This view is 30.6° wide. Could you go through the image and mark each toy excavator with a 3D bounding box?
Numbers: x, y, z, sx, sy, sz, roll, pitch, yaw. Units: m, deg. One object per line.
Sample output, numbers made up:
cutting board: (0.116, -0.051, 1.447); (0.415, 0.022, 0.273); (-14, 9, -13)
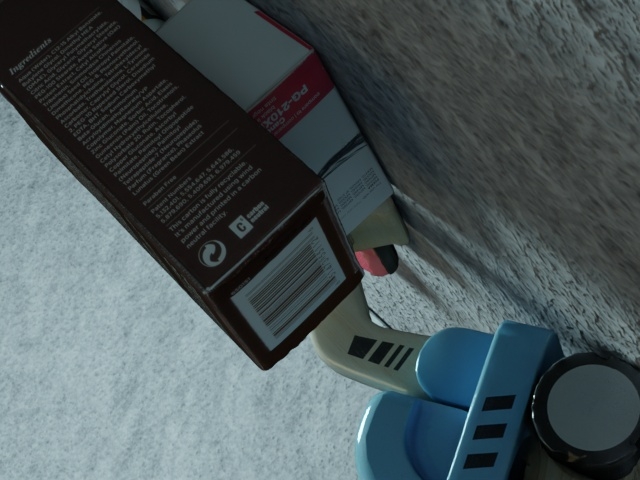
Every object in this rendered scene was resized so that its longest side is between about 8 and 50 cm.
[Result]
toy excavator: (0.114, 0.156, 1.162); (0.445, 0.432, 0.222); (12, 158, 24)

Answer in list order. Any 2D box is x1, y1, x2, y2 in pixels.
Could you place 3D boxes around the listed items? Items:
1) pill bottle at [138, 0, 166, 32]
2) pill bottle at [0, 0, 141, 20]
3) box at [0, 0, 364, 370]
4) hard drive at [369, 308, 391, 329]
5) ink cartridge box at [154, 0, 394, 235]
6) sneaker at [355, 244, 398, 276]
pill bottle: (-0.294, -0.267, 1.570); (0.278, 0.162, 0.162); (44, 173, 17)
pill bottle: (-0.362, -0.302, 1.313); (0.188, 0.188, 0.334); (41, -173, 38)
box: (-0.144, -0.074, 1.071); (0.381, 0.143, 0.191); (41, 169, 26)
hard drive: (0.038, 0.126, 2.294); (0.353, 0.047, 0.233); (42, 172, 27)
ink cartridge box: (-0.047, -0.121, 1.178); (0.172, 0.100, 0.237); (41, 171, 38)
sneaker: (-0.033, -0.034, 1.443); (0.314, 0.136, 0.116); (42, 173, 31)
